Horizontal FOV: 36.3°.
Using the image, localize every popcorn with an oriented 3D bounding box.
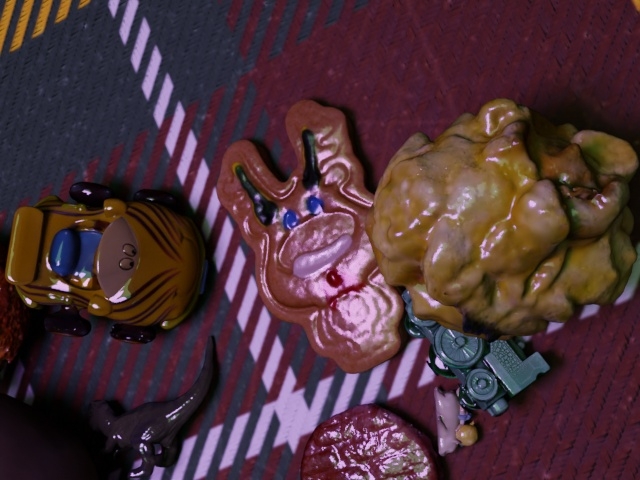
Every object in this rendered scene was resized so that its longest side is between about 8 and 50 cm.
[{"bbox_3d":[0.195,-0.022,1.025,0.286,0.215,0.252,4,120,-14],"label":"popcorn"}]

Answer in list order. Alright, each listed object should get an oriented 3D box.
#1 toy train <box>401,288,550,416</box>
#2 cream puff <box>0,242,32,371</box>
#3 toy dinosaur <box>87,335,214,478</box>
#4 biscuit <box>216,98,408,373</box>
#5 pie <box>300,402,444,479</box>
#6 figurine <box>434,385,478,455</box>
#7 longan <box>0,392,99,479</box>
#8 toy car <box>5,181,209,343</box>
[{"bbox_3d":[0.170,0.111,1.114,0.104,0.071,0.178,-34,74,-9],"label":"toy train"},{"bbox_3d":[-0.484,0.106,1.293,0.240,0.240,0.164,-16,124,19],"label":"cream puff"},{"bbox_3d":[-0.234,0.206,1.259,0.187,0.087,0.179,5,93,19],"label":"toy dinosaur"},{"bbox_3d":[0.000,0.000,1.194,0.202,0.047,0.334,-27,82,18],"label":"biscuit"},{"bbox_3d":[0.060,0.288,1.172,0.182,0.049,0.183,1,93,20],"label":"pie"},{"bbox_3d":[0.159,0.209,1.140,0.050,0.047,0.083,-4,94,10],"label":"figurine"},{"bbox_3d":[-0.447,0.344,1.200,0.360,0.361,0.361,0,90,20],"label":"longan"},{"bbox_3d":[-0.266,0.023,1.210,0.247,0.142,0.201,5,83,-1],"label":"toy car"}]
